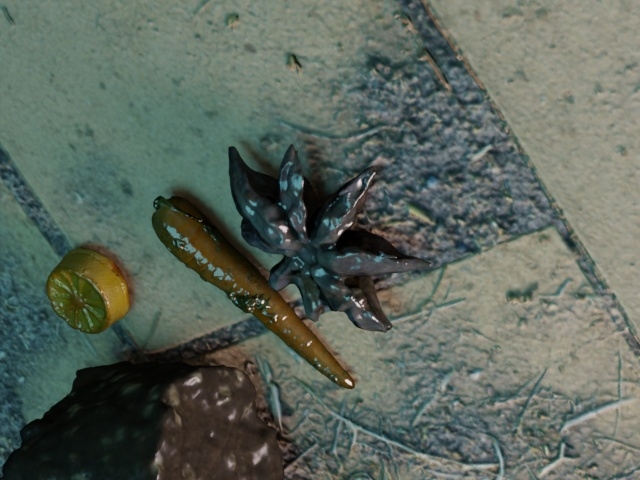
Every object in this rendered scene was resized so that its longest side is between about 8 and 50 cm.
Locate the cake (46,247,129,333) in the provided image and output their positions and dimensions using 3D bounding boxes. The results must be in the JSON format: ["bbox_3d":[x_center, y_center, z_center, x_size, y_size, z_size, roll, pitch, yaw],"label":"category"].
[{"bbox_3d":[-0.225,0.049,1.703,0.084,0.044,0.084,17,127,23],"label":"cake"}]

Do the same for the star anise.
[{"bbox_3d":[0.000,0.000,1.523,0.180,0.061,0.205,-15,111,37],"label":"star anise"}]

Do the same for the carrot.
[{"bbox_3d":[-0.061,0.051,1.611,0.254,0.049,0.049,43,132,-6],"label":"carrot"}]

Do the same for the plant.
[{"bbox_3d":[-0.206,0.236,1.704,0.312,0.215,0.213,-6,120,37],"label":"plant"}]
